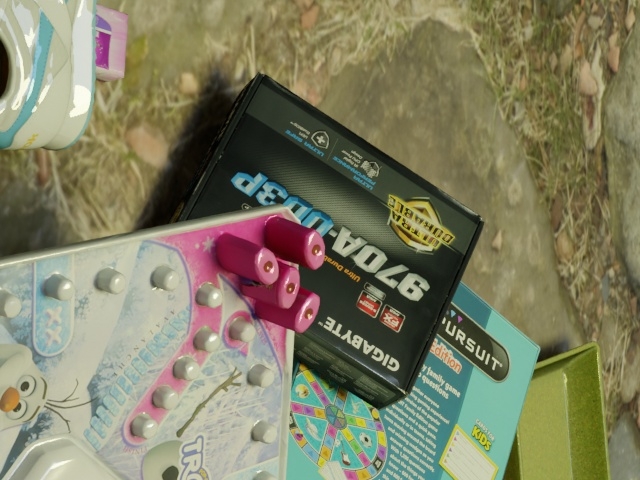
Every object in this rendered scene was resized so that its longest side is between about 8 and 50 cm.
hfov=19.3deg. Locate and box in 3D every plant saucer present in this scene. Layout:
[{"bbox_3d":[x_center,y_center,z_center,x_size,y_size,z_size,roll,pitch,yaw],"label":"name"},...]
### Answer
[{"bbox_3d":[0.224,0.206,1.872,0.188,0.045,0.188,-12,98,-55],"label":"plant saucer"}]

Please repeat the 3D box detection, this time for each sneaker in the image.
[{"bbox_3d":[-0.202,-0.173,1.234,0.092,0.087,0.229,-4,89,-54],"label":"sneaker"}]

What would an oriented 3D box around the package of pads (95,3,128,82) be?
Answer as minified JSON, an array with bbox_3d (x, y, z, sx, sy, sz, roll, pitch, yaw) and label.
[{"bbox_3d":[-0.171,-0.143,1.325,0.083,0.032,0.050,12,77,-55],"label":"package of pads"}]

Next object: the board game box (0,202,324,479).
[{"bbox_3d":[-0.156,0.196,1.158,0.390,0.050,0.390,-12,113,-41],"label":"board game box"}]

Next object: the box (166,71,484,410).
[{"bbox_3d":[0.000,0.000,1.450,0.220,0.051,0.175,33,59,-11],"label":"box"}]

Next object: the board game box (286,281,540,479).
[{"bbox_3d":[0.037,0.171,1.528,0.254,0.079,0.336,40,55,-32],"label":"board game box"}]
